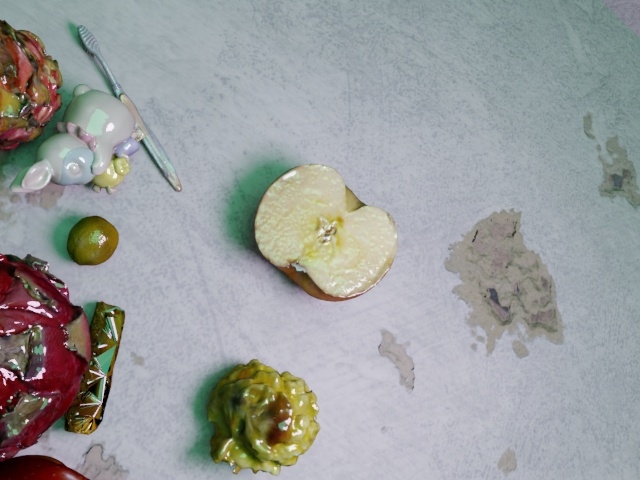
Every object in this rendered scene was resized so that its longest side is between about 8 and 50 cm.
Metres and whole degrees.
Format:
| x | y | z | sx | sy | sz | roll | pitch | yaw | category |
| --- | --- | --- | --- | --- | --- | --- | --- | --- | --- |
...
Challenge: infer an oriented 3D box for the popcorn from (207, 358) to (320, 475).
| x | y | z | sx | sy | sz | roll | pitch | yaw | category |
| --- | --- | --- | --- | --- | --- | --- | --- | --- | --- |
| -0.110 | 0.333 | 1.051 | 0.189 | 0.218 | 0.169 | -68 | 156 | -6 | popcorn |

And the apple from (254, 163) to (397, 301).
| x | y | z | sx | sy | sz | roll | pitch | yaw | category |
| --- | --- | --- | --- | --- | --- | --- | --- | --- | --- |
| 0.000 | 0.000 | 1.183 | 0.293 | 0.163 | 0.251 | 39 | 71 | 1 | apple |

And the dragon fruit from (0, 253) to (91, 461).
| x | y | z | sx | sy | sz | roll | pitch | yaw | category |
| --- | --- | --- | --- | --- | --- | --- | --- | --- | --- |
| -0.499 | 0.168 | 0.807 | 0.329 | 0.329 | 0.330 | 7 | 75 | -26 | dragon fruit |

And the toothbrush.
| x | y | z | sx | sy | sz | roll | pitch | yaw | category |
| --- | --- | --- | --- | --- | --- | --- | --- | --- | --- |
| -0.381 | -0.261 | 1.123 | 0.028 | 0.037 | 0.375 | -34 | 96 | -29 | toothbrush |

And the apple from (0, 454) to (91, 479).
| x | y | z | sx | sy | sz | roll | pitch | yaw | category |
| --- | --- | --- | --- | --- | --- | --- | --- | --- | --- |
| -0.424 | 0.461 | 0.787 | 0.288 | 0.288 | 0.317 | 44 | 64 | -12 | apple |

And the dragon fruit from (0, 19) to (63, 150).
| x | y | z | sx | sy | sz | roll | pitch | yaw | category |
| --- | --- | --- | --- | --- | --- | --- | --- | --- | --- |
| -0.566 | -0.268 | 0.908 | 0.291 | 0.250 | 0.269 | -39 | 115 | -61 | dragon fruit |

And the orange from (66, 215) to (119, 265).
| x | y | z | sx | sy | sz | roll | pitch | yaw | category |
| --- | --- | --- | --- | --- | --- | --- | --- | --- | --- |
| -0.415 | 0.002 | 1.015 | 0.085 | 0.085 | 0.095 | 39 | 71 | -14 | orange |

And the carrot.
| x | y | z | sx | sy | sz | roll | pitch | yaw | category |
| --- | --- | --- | --- | --- | --- | --- | --- | --- | --- |
| -0.395 | 0.220 | 0.985 | 0.068 | 0.069 | 0.229 | 17 | 70 | -23 | carrot |

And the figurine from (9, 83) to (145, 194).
| x | y | z | sx | sy | sz | roll | pitch | yaw | category |
| --- | --- | --- | --- | --- | --- | --- | --- | --- | --- |
| -0.435 | -0.150 | 1.015 | 0.155 | 0.127 | 0.236 | 56 | 49 | -47 | figurine |
